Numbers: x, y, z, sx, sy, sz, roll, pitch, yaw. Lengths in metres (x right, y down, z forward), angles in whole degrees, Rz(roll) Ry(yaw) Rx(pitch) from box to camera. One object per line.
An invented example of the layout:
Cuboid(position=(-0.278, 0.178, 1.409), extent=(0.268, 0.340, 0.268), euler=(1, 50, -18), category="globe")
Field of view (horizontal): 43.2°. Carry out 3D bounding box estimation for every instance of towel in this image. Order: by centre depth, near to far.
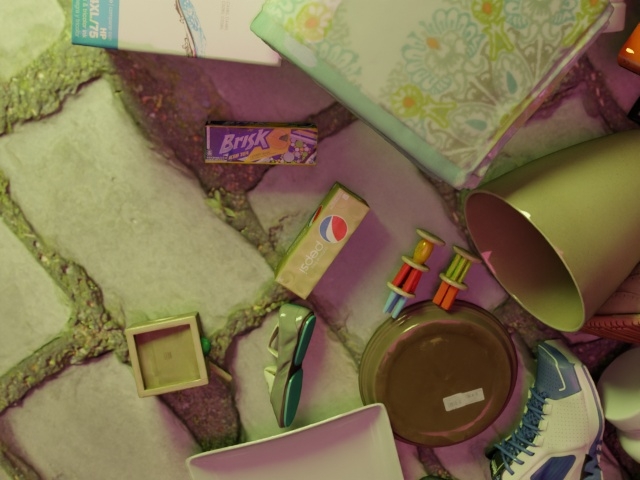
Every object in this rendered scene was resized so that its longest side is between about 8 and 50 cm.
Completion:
Cuboid(position=(0.149, -0.276, 1.015), extent=(0.374, 0.090, 0.320), euler=(34, 100, -24), category="towel")

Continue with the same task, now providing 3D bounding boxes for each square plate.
Cuboid(position=(-0.017, 0.463, 1.406), extent=(0.347, 0.049, 0.344), euler=(-16, 109, 0), category="square plate")

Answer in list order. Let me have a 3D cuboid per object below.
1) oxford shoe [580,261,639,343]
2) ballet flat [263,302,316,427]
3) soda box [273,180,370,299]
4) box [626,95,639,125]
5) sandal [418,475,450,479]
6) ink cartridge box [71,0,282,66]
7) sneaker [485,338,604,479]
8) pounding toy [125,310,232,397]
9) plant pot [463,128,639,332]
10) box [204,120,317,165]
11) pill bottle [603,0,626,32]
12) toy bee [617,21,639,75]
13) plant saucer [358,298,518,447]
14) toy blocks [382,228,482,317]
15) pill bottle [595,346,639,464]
Cuboid(position=(0.524, 0.075, 1.219), extent=(0.141, 0.397, 0.146), euler=(17, 73, -30), category="oxford shoe")
Cuboid(position=(-0.059, 0.203, 1.334), extent=(0.068, 0.072, 0.213), euler=(17, 105, 19), category="ballet flat")
Cuboid(position=(0.000, 0.000, 1.276), extent=(0.061, 0.058, 0.181), euler=(33, 100, -13), category="soda box")
Cuboid(position=(0.601, -0.206, 1.258), extent=(0.180, 0.077, 0.147), euler=(30, 102, -12), category="box")
Cuboid(position=(0.287, 0.485, 1.450), extent=(0.255, 0.054, 0.097), euler=(27, 95, -2), category="sandal")
Cuboid(position=(-0.177, -0.351, 1.087), extent=(0.270, 0.198, 0.197), euler=(5, 106, -6), category="ink cartridge box")
Cuboid(position=(0.372, 0.341, 1.370), extent=(0.182, 0.127, 0.315), euler=(-12, 108, -4), category="sneaker")
Cuboid(position=(-0.224, 0.186, 1.301), extent=(0.141, 0.100, 0.130), euler=(-11, 92, -4), category="pounding toy")
Cuboid(position=(0.405, -0.042, 1.222), extent=(0.274, 0.256, 0.256), euler=(-34, 107, -11), category="plant pot")
Cuboid(position=(-0.090, -0.148, 1.227), extent=(0.169, 0.054, 0.059), euler=(1, 106, -6), category="box")
Cuboid(position=(0.358, -0.450, 1.116), extent=(0.176, 0.176, 0.318), euler=(-4, 106, -4), category="pill bottle")
Cuboid(position=(0.554, -0.357, 1.167), extent=(0.298, 0.162, 0.195), euler=(-41, 66, 22), category="toy bee")
Cuboid(position=(0.204, 0.234, 1.371), extent=(0.278, 0.041, 0.277), euler=(-2, 106, -5), category="plant saucer")
Cuboid(position=(0.176, 0.070, 1.312), extent=(0.123, 0.054, 0.148), euler=(25, 102, -11), category="toy blocks")
Cuboid(position=(0.624, 0.328, 1.353), extent=(0.334, 0.188, 0.188), euler=(38, 99, -16), category="pill bottle")
